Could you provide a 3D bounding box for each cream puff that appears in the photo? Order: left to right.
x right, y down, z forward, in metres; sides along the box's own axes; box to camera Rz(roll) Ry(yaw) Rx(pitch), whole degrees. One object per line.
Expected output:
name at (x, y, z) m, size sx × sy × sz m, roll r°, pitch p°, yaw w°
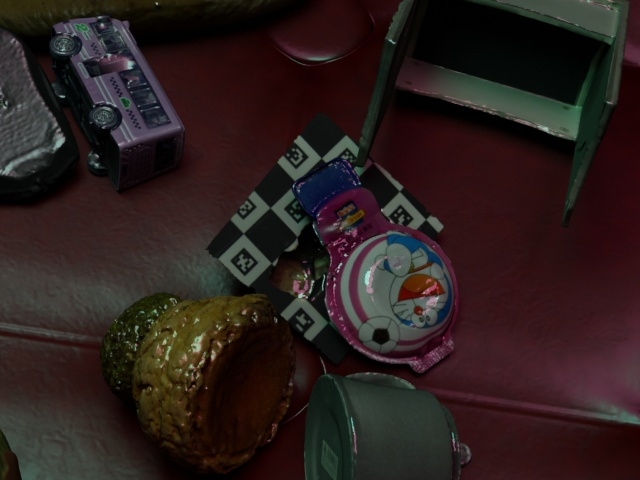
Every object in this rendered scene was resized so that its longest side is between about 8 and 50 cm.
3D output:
cream puff at (-0.135, 0.124, 1.217) m, size 0.169 × 0.183 × 0.183 m, roll 16°, pitch 54°, yaw 32°

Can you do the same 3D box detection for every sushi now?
sushi at (0.000, 0.000, 1.351) m, size 0.192 × 0.050 × 0.215 m, roll 42°, pitch 66°, yaw -6°

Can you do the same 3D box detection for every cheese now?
cheese at (0.060, 0.026, 1.305) m, size 0.155 × 0.062 × 0.244 m, roll -30°, pitch 88°, yaw -23°

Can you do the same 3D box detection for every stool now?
stool at (0.197, -0.180, 1.377) m, size 0.244 × 0.170 × 0.269 m, roll 17°, pitch 38°, yaw 6°

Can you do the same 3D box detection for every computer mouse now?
computer mouse at (-0.357, -0.143, 1.399) m, size 0.122 × 0.073 × 0.217 m, roll -24°, pitch 70°, yaw -4°

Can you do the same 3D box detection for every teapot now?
teapot at (0.073, 0.202, 1.186) m, size 0.149 × 0.162 × 0.239 m, roll 0°, pitch 27°, yaw -15°

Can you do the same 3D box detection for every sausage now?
sausage at (-0.240, -0.311, 1.493) m, size 0.501 × 0.123 × 0.136 m, roll -6°, pitch 26°, yaw -9°

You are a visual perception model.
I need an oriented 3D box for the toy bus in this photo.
toy bus at (-0.237, -0.165, 1.413) m, size 0.108 × 0.096 × 0.199 m, roll -20°, pitch 63°, yaw -22°

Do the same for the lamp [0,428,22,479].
lamp at (-0.400, 0.237, 1.076) m, size 0.250 × 0.284 × 0.250 m, roll 10°, pitch 75°, yaw -41°
